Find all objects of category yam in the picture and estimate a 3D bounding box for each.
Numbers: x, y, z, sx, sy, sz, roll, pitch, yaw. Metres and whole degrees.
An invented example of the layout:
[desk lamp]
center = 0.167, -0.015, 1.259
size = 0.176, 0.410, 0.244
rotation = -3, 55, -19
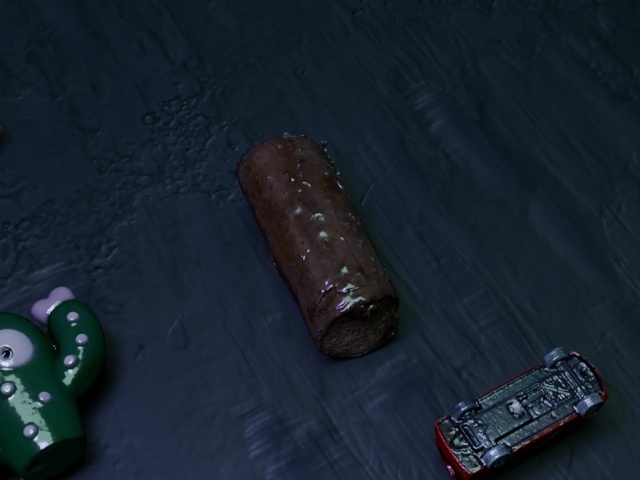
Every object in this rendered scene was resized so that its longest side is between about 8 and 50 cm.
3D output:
[yam]
center = -0.001, 0.000, 1.665
size = 0.131, 0.131, 0.280
rotation = -20, 58, -9

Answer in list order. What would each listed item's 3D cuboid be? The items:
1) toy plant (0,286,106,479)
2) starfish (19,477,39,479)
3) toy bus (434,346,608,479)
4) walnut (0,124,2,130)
[toy plant]
center = -0.362, 0.165, 1.584
size = 0.232, 0.112, 0.243
rotation = -7, 56, -1
[starfish]
center = -0.320, 0.297, 1.537
size = 0.133, 0.041, 0.130
rotation = -22, 56, -11
[toy bus]
center = 0.226, 0.201, 1.531
size = 0.195, 0.089, 0.081
rotation = -27, 59, -13
[walnut]
center = -0.526, -0.157, 1.821
size = 0.207, 0.116, 0.116
rotation = 4, 56, -2
